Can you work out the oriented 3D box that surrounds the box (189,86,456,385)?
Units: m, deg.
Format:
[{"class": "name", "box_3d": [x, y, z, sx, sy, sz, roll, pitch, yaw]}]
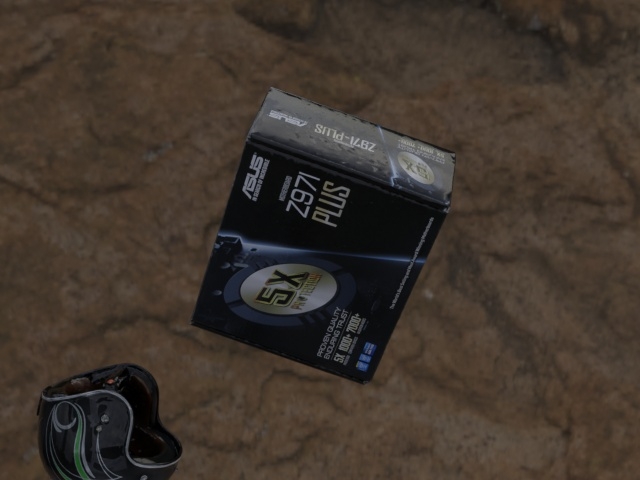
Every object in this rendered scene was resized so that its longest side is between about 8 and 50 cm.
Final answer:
[{"class": "box", "box_3d": [0.000, 0.000, 0.819, 0.147, 0.180, 0.077, 20, 35, -2]}]

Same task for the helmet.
[{"class": "helmet", "box_3d": [-0.260, 0.247, 1.365, 0.169, 0.162, 0.169, -12, 9, 2]}]
